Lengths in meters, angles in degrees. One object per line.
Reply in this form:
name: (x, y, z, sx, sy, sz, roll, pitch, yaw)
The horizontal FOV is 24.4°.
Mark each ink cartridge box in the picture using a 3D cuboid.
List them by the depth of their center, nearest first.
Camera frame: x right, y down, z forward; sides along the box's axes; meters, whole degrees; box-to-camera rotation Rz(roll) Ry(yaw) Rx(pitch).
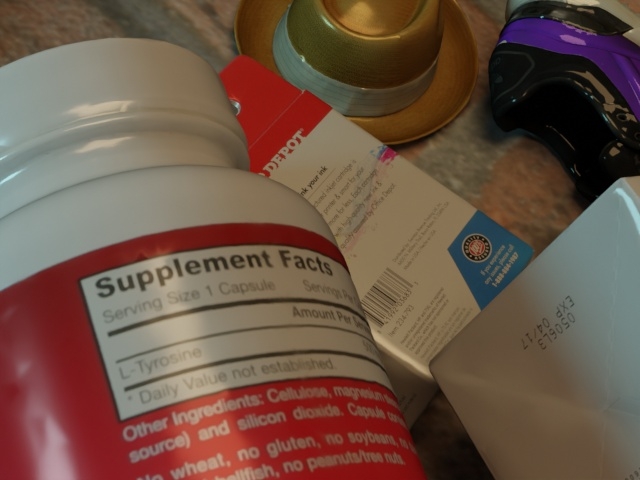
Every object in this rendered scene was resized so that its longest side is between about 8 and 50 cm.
ink cartridge box: (0.000, 0.000, 0.935, 0.231, 0.078, 0.134, 36, 53, 7)

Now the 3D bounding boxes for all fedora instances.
fedora: (0.035, -0.159, 1.056, 0.194, 0.079, 0.194, 9, 54, -13)

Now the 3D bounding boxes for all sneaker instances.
sneaker: (0.251, -0.070, 1.064, 0.293, 0.102, 0.146, 22, 57, 3)

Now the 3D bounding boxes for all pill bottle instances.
pill bottle: (-0.069, 0.114, 0.724, 0.229, 0.229, 0.408, -9, 64, -24)

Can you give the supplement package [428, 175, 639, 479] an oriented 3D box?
supplement package: (0.245, 0.074, 0.855, 0.293, 0.177, 0.175, -8, 58, -45)
